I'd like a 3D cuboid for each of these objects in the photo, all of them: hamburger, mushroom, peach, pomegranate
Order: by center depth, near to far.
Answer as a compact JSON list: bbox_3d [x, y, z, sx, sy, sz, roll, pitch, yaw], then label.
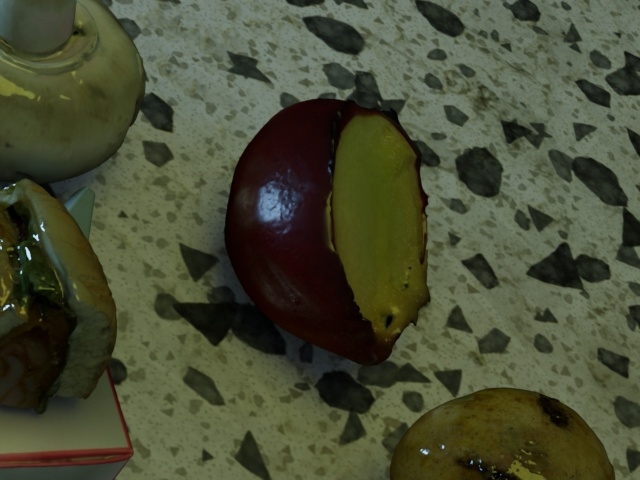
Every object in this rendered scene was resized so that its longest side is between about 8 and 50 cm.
[{"bbox_3d":[-0.242,0.027,1.421,0.135,0.155,0.207,19,37,-28],"label":"hamburger"},{"bbox_3d":[0.208,0.292,1.847,0.260,0.260,0.260,17,46,-18],"label":"pomegranate"},{"bbox_3d":[-0.380,-0.230,1.942,0.356,0.315,0.315,54,33,-32],"label":"mushroom"},{"bbox_3d":[0.000,0.000,2.009,0.258,0.201,0.361,32,47,-50],"label":"peach"}]

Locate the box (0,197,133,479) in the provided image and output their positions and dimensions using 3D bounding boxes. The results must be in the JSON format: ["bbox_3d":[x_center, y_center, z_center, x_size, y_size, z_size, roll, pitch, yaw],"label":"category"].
[{"bbox_3d":[-0.392,0.155,1.537,0.300,0.312,0.314,1,53,-33],"label":"box"}]

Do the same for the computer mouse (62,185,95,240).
[{"bbox_3d":[-0.310,0.036,1.831,0.079,0.128,0.230,24,42,-20],"label":"computer mouse"}]
